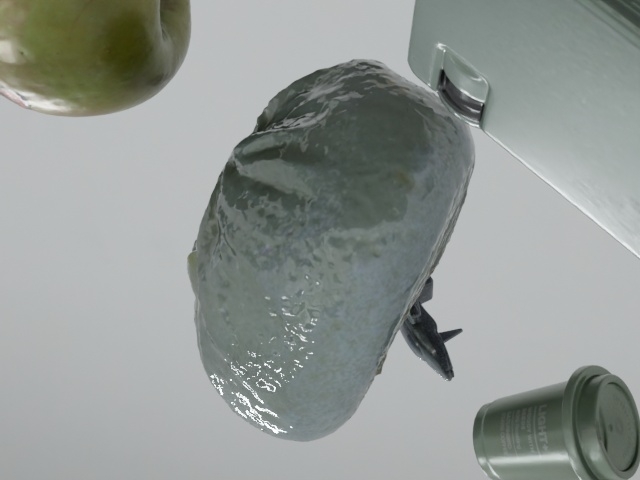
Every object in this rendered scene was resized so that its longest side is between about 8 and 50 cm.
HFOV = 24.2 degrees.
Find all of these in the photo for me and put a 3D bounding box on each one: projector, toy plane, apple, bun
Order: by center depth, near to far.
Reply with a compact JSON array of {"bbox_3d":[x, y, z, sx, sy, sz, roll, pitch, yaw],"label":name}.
[{"bbox_3d":[0.180,-0.112,0.928,0.099,0.192,0.257,-39,-112,-24],"label":"projector"},{"bbox_3d":[0.000,0.000,1.344,0.211,0.362,0.362,29,-158,-1],"label":"bun"},{"bbox_3d":[-0.233,-0.237,1.425,0.194,0.260,0.261,1,-160,14],"label":"apple"},{"bbox_3d":[0.111,0.067,1.870,0.088,0.212,0.267,-27,-125,-17],"label":"toy plane"}]

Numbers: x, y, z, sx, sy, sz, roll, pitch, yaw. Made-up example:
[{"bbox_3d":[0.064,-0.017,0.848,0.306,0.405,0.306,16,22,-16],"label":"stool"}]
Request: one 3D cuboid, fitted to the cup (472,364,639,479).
[{"bbox_3d":[0.220,0.184,1.403,0.141,0.120,0.120,-15,-169,35],"label":"cup"}]
